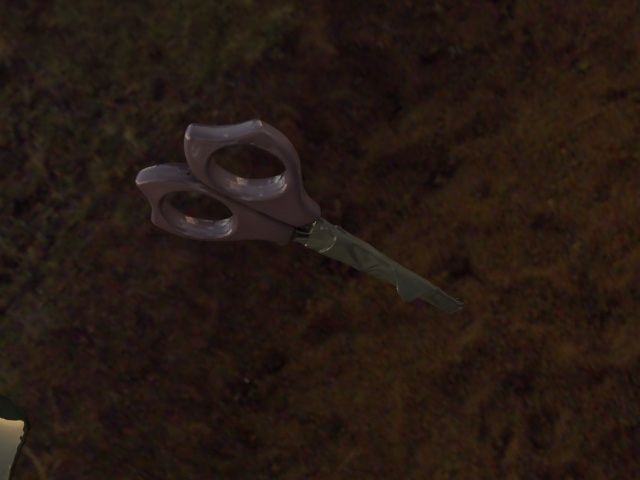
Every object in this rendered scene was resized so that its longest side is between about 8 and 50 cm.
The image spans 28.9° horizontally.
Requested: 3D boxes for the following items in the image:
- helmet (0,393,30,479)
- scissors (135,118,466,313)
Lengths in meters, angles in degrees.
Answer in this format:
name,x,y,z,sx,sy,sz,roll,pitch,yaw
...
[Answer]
name,x,y,z,sx,sy,sz,roll,pitch,yaw
helmet,-0.191,0.123,0.456,0.177,0.107,0.153,-7,78,45
scissors,0.000,-0.001,0.702,0.110,0.212,0.021,-35,35,44
